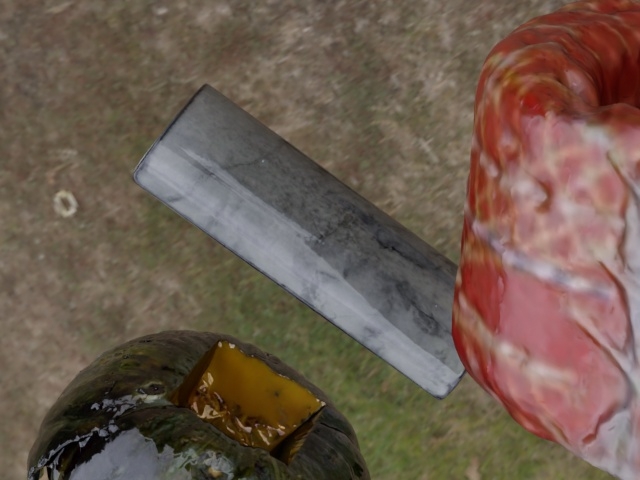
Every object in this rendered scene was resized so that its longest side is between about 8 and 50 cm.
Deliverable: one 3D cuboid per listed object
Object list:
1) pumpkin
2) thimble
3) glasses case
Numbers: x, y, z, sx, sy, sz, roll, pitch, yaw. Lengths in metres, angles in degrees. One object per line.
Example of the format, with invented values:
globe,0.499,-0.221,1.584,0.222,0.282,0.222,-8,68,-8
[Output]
pumpkin,-0.100,0.214,1.227,0.320,0.320,0.192,35,112,13
thimble,0.261,-0.007,0.837,0.350,0.350,0.230,16,118,24
glasses case,0.000,0.000,1.054,0.299,0.114,0.060,36,141,-3
